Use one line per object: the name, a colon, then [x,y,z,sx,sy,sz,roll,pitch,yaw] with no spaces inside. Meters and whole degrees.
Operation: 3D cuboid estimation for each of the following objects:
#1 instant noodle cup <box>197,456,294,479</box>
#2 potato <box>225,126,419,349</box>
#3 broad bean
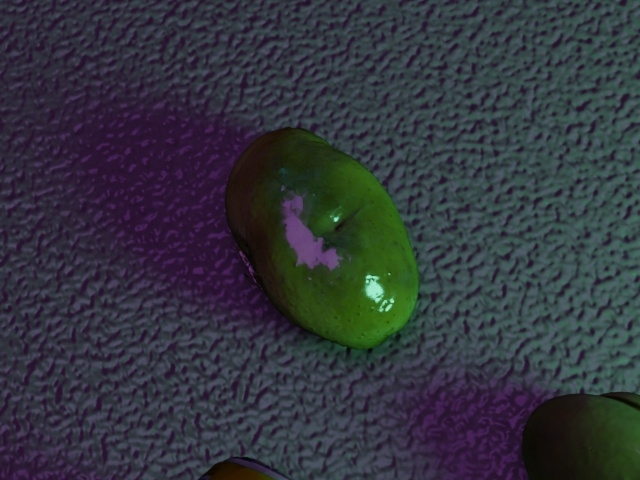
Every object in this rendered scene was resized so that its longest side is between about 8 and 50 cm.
instant noodle cup: [-0.073,0.366,1.424,0.325,0.325,0.254,33,66,18]
potato: [0.000,0.000,1.638,0.169,0.143,0.248,-34,77,-11]
broad bean: [0.294,0.256,1.489,0.121,0.189,0.263,-5,61,-37]
